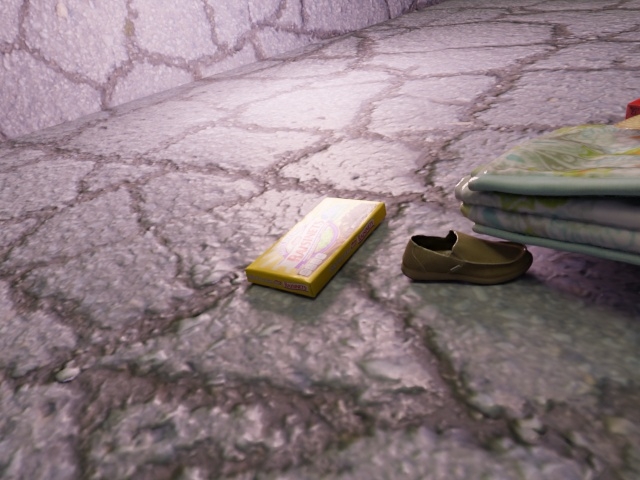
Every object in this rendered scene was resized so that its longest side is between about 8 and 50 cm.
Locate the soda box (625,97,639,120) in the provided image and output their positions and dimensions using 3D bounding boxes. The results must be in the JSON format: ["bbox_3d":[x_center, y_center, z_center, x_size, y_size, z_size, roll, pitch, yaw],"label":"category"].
[{"bbox_3d":[0.558,-0.137,0.640,0.092,0.083,0.263,-25,32,-23],"label":"soda box"}]

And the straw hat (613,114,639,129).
[{"bbox_3d":[0.436,-0.171,0.573,0.145,0.061,0.144,-5,19,2],"label":"straw hat"}]

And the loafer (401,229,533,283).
[{"bbox_3d":[0.165,0.016,0.552,0.148,0.050,0.056,-5,31,12],"label":"loafer"}]

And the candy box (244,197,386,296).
[{"bbox_3d":[0.000,0.000,0.660,0.105,0.027,0.206,6,35,33],"label":"candy box"}]

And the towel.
[{"bbox_3d":[0.382,-0.066,0.504,0.321,0.090,0.374,-23,25,-34],"label":"towel"}]
